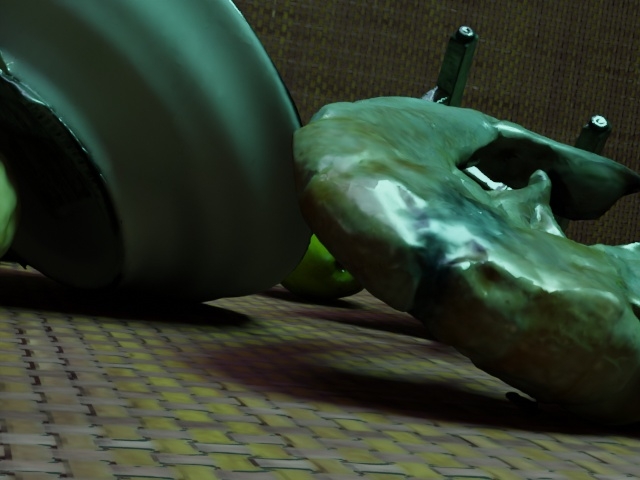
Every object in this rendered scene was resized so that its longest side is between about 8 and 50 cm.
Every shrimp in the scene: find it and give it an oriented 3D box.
[{"bbox_3d":[0.144,0.003,0.564,0.360,0.085,0.247,14,32,-26],"label":"shrimp"}]

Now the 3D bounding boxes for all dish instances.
[{"bbox_3d":[-0.158,-0.060,0.675,0.316,0.316,0.106,9,40,40],"label":"dish"}]

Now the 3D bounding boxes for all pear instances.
[{"bbox_3d":[0.000,0.000,0.923,0.107,0.107,0.131,7,8,-24],"label":"pear"}]

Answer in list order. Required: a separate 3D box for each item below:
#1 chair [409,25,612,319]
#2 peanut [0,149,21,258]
[{"bbox_3d":[0.092,-0.002,0.791,0.136,0.147,0.270,39,-29,20],"label":"chair"},{"bbox_3d":[-0.248,-0.025,0.591,0.159,0.109,0.140,9,4,10],"label":"peanut"}]
